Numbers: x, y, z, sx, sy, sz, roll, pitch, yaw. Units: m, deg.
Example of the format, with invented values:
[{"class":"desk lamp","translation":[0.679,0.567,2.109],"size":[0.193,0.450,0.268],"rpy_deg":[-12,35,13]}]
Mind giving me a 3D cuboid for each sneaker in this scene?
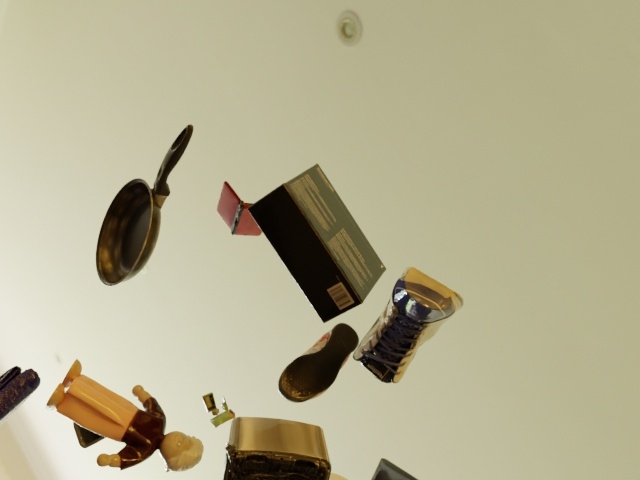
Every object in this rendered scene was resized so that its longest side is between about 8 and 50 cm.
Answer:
[{"class":"sneaker","translation":[-0.025,0.286,1.414],"size":[0.090,0.270,0.145],"rpy_deg":[44,-54,7]},{"class":"sneaker","translation":[0.158,0.178,1.274],"size":[0.127,0.182,0.315],"rpy_deg":[30,-17,6]}]

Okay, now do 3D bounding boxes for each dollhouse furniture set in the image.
[{"class":"dollhouse furniture set","translation":[-0.336,0.544,2.187],"size":[0.152,0.076,0.058],"rpy_deg":[11,-61,64]}]

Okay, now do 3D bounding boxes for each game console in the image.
[{"class":"game console","translation":[-0.209,-0.085,1.822],"size":[0.144,0.124,0.085],"rpy_deg":[118,-30,-53]}]

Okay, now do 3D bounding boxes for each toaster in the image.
[{"class":"toaster","translation":[-0.079,0.377,1.074],"size":[0.110,0.168,0.185],"rpy_deg":[-107,-154,-69]}]

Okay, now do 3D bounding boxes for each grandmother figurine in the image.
[{"class":"grandmother figurine","translation":[-0.411,0.399,1.447],"size":[0.342,0.208,0.104],"rpy_deg":[30,-41,-8]}]

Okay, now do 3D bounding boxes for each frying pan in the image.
[{"class":"frying pan","translation":[-0.311,-0.070,1.182],"size":[0.197,0.053,0.326],"rpy_deg":[36,-78,50]}]

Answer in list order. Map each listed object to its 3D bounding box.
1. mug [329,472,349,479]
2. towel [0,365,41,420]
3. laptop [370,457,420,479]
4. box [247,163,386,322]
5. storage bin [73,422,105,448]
[{"class":"mug","translation":[0.028,0.796,1.745],"size":[0.374,0.328,0.276],"rpy_deg":[1,-88,12]},{"class":"towel","translation":[-0.750,0.404,1.420],"size":[0.076,0.308,0.227],"rpy_deg":[47,-55,-6]},{"class":"laptop","translation":[0.235,0.736,1.403],"size":[0.236,0.382,0.408],"rpy_deg":[33,-11,-26]},{"class":"box","translation":[0.000,0.000,1.305],"size":[0.103,0.184,0.261],"rpy_deg":[-31,-85,29]},{"class":"storage bin","translation":[-0.563,0.470,1.759],"size":[0.135,0.091,0.098],"rpy_deg":[-31,-106,21]}]
